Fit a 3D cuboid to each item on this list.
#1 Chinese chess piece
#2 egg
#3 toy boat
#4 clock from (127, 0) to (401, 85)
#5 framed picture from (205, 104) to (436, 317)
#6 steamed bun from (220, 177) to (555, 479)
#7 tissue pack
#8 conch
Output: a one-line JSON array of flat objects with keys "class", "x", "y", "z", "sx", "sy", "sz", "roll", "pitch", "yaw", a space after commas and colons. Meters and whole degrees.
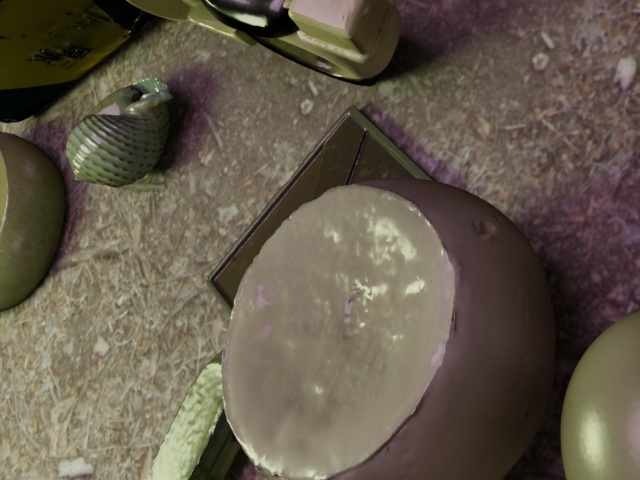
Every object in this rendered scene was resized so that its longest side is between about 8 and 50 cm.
[{"class": "Chinese chess piece", "x": -0.455, "y": -0.026, "z": 1.908, "sx": 0.250, "sy": 0.101, "sz": 0.250, "roll": -16, "pitch": 65, "yaw": 38}, {"class": "egg", "x": 0.283, "y": 0.174, "z": 1.082, "sx": 0.188, "sy": 0.188, "sz": 0.254, "roll": -23, "pitch": 65, "yaw": 35}, {"class": "toy boat", "x": -0.134, "y": 0.238, "z": 1.540, "sx": 0.093, "sy": 0.055, "sz": 0.293, "roll": 29, "pitch": 94, "yaw": 47}, {"class": "clock", "x": -0.097, "y": -0.275, "z": 1.498, "sx": 0.379, "sy": 0.276, "sz": 0.120, "roll": 20, "pitch": 86, "yaw": 13}, {"class": "framed picture", "x": 0.001, "y": 0.000, "z": 1.512, "sx": 0.265, "sy": 0.018, "sz": 0.192, "roll": -50, "pitch": 47, "yaw": 9}, {"class": "steamed bun", "x": 0.071, "y": 0.104, "z": 1.292, "sx": 0.324, "sy": 0.206, "sz": 0.324, "roll": -20, "pitch": 59, "yaw": 37}, {"class": "tissue pack", "x": -0.384, "y": -0.356, "z": 1.815, "sx": 0.416, "sy": 0.264, "sz": 0.253, "roll": -30, "pitch": 64, "yaw": 37}, {"class": "conch", "x": -0.245, "y": -0.129, "z": 1.752, "sx": 0.153, "sy": 0.102, "sz": 0.135, "roll": -27, "pitch": 38, "yaw": -6}]
